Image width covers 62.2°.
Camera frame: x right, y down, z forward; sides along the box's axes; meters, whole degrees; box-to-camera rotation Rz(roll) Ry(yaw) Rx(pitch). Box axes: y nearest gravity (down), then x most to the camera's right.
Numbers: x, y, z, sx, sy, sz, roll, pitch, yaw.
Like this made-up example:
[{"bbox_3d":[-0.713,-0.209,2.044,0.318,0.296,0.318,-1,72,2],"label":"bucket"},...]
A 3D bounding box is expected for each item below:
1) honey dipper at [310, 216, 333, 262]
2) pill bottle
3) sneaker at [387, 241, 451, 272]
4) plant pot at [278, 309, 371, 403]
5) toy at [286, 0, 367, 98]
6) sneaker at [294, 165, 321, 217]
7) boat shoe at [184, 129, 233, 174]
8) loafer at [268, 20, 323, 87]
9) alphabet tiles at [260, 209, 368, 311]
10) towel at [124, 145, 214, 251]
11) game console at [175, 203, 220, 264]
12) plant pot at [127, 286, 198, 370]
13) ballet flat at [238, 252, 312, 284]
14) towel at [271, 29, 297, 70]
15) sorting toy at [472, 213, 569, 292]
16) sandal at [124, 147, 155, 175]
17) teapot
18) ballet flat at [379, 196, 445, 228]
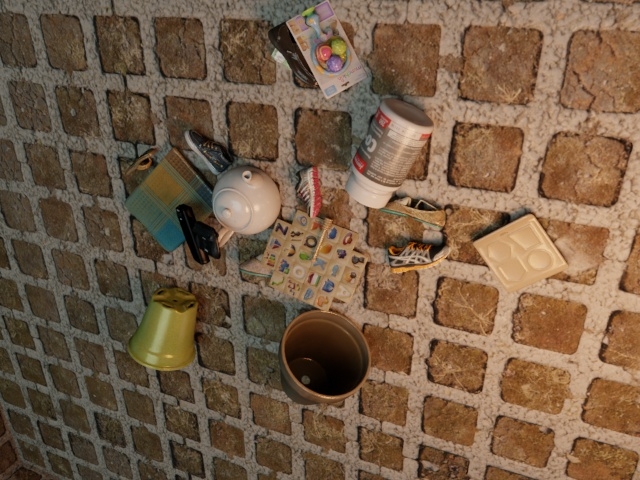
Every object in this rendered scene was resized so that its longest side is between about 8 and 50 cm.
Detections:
[{"bbox_3d":[0.000,0.000,1.761,0.031,0.030,0.160,24,102,13],"label":"honey dipper"},{"bbox_3d":[0.187,-0.242,1.511,0.161,0.161,0.283,32,123,8],"label":"pill bottle"},{"bbox_3d":[0.301,0.042,1.649,0.215,0.084,0.083,-16,102,32],"label":"sneaker"},{"bbox_3d":[-0.019,0.450,1.896,0.323,0.323,0.280,36,141,5],"label":"plant pot"},{"bbox_3d":[0.022,-0.533,1.468,0.137,0.056,0.237,-30,97,-5],"label":"toy"},{"bbox_3d":[-0.045,-0.157,1.725,0.075,0.063,0.170,4,111,23],"label":"sneaker"},{"bbox_3d":[-0.375,-0.317,1.804,0.083,0.065,0.183,-31,106,32],"label":"boat shoe"},{"bbox_3d":[-0.058,-0.530,1.508,0.078,0.080,0.220,-38,97,33],"label":"loafer"},{"bbox_3d":[-0.026,0.067,1.790,0.343,0.011,0.284,23,98,14],"label":"alphabet tiles"},{"bbox_3d":[-0.553,-0.144,1.988,0.370,0.040,0.271,-38,96,32],"label":"towel"},{"bbox_3d":[-0.410,-0.004,1.826,0.361,0.044,0.213,21,130,59],"label":"game console"},{"bbox_3d":[-0.611,0.338,2.141,0.276,0.276,0.253,25,111,12],"label":"plant pot"},{"bbox_3d":[-0.138,0.087,1.881,0.316,0.107,0.106,12,99,14],"label":"ballet flat"},{"bbox_3d":[-0.063,-0.548,1.560,0.152,0.023,0.113,35,125,5],"label":"towel"},{"bbox_3d":[0.580,0.038,1.544,0.193,0.038,0.208,-33,102,34],"label":"sorting toy"},{"bbox_3d":[-0.654,-0.283,1.949,0.180,0.072,0.049,-30,115,35],"label":"sandal"},{"bbox_3d":[-0.271,-0.115,1.777,0.253,0.187,0.255,-5,113,28],"label":"teapot"},{"bbox_3d":[0.281,-0.095,1.609,0.206,0.073,0.067,17,93,14],"label":"ballet flat"}]
